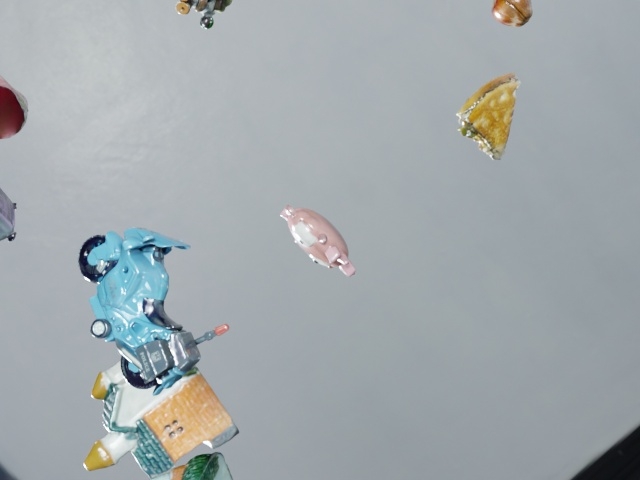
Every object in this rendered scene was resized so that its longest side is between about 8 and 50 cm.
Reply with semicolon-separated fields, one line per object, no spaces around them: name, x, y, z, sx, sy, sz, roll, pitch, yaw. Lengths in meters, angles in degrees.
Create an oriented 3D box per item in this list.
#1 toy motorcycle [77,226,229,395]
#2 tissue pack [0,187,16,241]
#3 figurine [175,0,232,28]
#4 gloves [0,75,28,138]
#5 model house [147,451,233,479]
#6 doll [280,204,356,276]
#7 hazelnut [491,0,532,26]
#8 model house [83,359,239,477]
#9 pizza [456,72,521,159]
toy motorcycle;-0.263;0.092;1.188;0.272;0.182;0.123;65;-166;11
tissue pack;-0.659;-0.082;1.139;0.122;0.259;0.361;61;180;43
figurine;-0.248;-0.529;1.669;0.197;0.093;0.147;-76;-3;-61
gloves;-0.462;-0.179;0.982;0.241;0.145;0.126;27;153;40
model house;-0.282;0.542;1.374;0.184;0.291;0.253;-104;-4;-66
doll;0.000;0.000;1.809;0.211;0.093;0.262;40;174;46
hazelnut;0.370;-0.448;1.485;0.086;0.086;0.086;50;174;7
model house;-0.362;0.360;1.599;0.271;0.301;0.190;59;158;-10
pizza;0.366;-0.256;1.673;0.052;0.185;0.195;37;155;45
